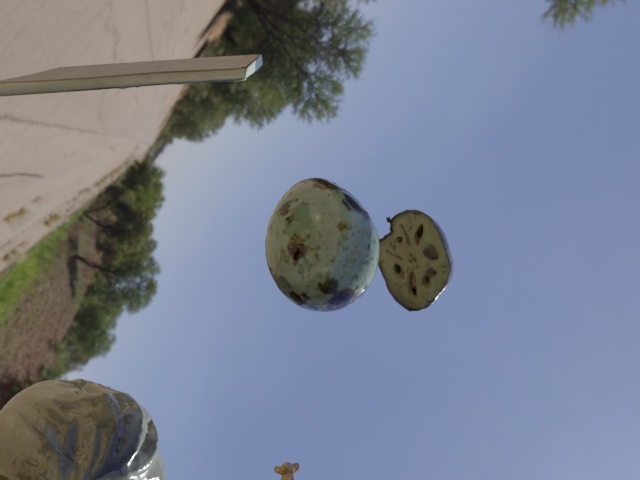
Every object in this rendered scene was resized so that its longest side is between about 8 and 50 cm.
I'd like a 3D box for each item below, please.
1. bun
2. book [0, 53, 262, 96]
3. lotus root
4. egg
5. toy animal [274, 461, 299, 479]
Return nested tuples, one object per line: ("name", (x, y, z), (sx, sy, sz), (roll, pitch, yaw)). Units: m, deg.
("bun", (-0.407, 0.411, 0.997), (0.211, 0.360, 0.360), (-1, -132, 32))
("book", (-0.240, -0.223, 0.790), (0.217, 0.310, 0.021), (-91, 177, -69))
("lotus root", (0.205, 0.037, 1.213), (0.183, 0.078, 0.204), (-25, -103, 48))
("egg", (0.000, 0.000, 0.885), (0.169, 0.169, 0.231), (-42, -140, 29))
("toy animal", (-0.080, 0.560, 1.382), (0.083, 0.060, 0.081), (-91, -176, -51))
